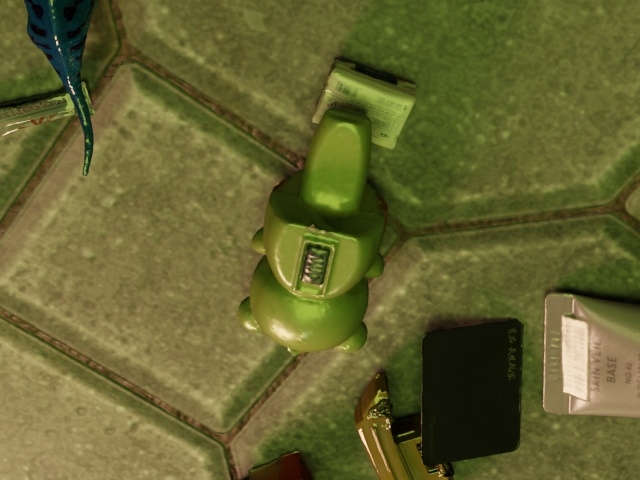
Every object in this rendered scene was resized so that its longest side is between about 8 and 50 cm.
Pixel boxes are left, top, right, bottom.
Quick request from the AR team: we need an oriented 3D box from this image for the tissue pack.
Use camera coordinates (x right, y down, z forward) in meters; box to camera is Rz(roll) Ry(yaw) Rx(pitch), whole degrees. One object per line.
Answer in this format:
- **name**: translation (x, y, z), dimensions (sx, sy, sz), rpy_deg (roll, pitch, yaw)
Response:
- **tissue pack**: translation (0.040, -0.126, 1.280), dimensions (0.083, 0.042, 0.062), rpy_deg (19, 118, -8)

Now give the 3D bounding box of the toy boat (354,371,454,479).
- **toy boat**: translation (0.094, 0.227, 1.477), dimensions (0.077, 0.057, 0.200), rpy_deg (-20, 117, 8)

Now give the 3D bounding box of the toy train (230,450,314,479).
- **toy train**: translation (-0.038, 0.328, 1.535), dimensions (0.118, 0.074, 0.175), rpy_deg (-22, 115, 11)

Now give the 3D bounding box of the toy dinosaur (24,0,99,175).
- **toy dinosaur**: translation (-0.224, -0.226, 1.196), dimensions (0.076, 0.144, 0.329), rpy_deg (-3, 133, 0)

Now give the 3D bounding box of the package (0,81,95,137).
- **package**: translation (-0.269, -0.123, 1.312), dimensions (0.110, 0.015, 0.037), rpy_deg (-12, 120, 11)

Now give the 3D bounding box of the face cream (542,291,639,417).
- **face cream**: translation (0.362, 0.126, 1.395), dimensions (0.274, 0.096, 0.154), rpy_deg (4, 125, 15)

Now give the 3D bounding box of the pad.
- **pad**: translation (0.157, 0.159, 1.433), dimensions (0.112, 0.003, 0.157), rpy_deg (-8, 112, -14)

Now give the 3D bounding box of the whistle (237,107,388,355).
- **whistle**: translation (0.000, 0.000, 1.316), dimensions (0.131, 0.106, 0.288), rpy_deg (13, 124, 1)
